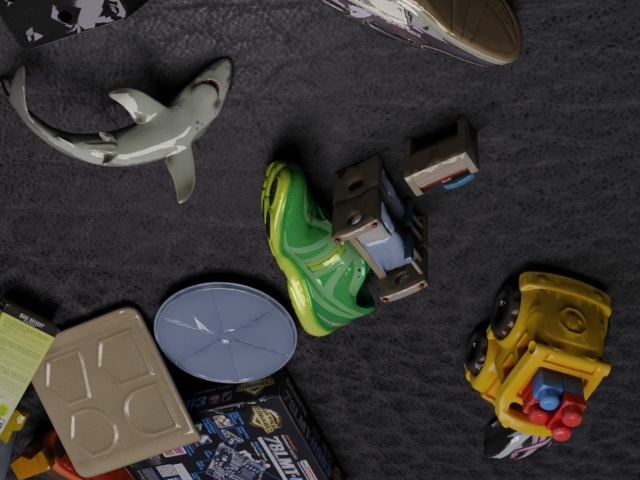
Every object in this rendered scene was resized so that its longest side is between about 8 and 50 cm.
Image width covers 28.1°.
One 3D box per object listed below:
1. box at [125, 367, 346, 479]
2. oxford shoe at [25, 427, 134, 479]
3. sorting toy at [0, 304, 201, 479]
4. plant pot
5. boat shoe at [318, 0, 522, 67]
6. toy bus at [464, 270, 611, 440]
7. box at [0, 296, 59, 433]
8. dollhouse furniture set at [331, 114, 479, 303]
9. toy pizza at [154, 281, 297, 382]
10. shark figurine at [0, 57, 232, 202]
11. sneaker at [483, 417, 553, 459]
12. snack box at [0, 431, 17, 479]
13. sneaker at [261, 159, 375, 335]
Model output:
[{"bbox_3d":[-0.140,0.334,1.962,0.293,0.073,0.295,-14,130,16],"label":"box"},{"bbox_3d":[-0.348,0.384,2.023,0.098,0.097,0.271,-18,125,42],"label":"oxford shoe"},{"bbox_3d":[-0.346,0.235,1.864,0.307,0.041,0.229,-21,103,21],"label":"sorting toy"},{"bbox_3d":[-0.266,-0.306,1.310,0.188,0.167,0.187,-13,130,17],"label":"plant pot"},{"bbox_3d":[0.087,-0.263,1.379,0.285,0.103,0.092,22,150,-22],"label":"boat shoe"},{"bbox_3d":[0.292,0.185,1.701,0.149,0.211,0.220,16,134,-13],"label":"toy bus"},{"bbox_3d":[-0.458,0.201,1.776,0.087,0.058,0.232,29,87,-22],"label":"box"},{"bbox_3d":[0.125,-0.035,1.560,0.183,0.129,0.129,-23,128,23],"label":"dollhouse furniture set"},{"bbox_3d":[-0.132,0.125,1.794,0.201,0.032,0.201,2,132,2],"label":"toy pizza"},{"bbox_3d":[-0.242,-0.130,1.524,0.278,0.116,0.166,-3,100,-4],"label":"shark figurine"},{"bbox_3d":[0.322,0.270,1.885,0.077,0.072,0.178,20,140,-30],"label":"sneaker"},{"bbox_3d":[-0.503,0.354,1.957,0.037,0.141,0.100,20,131,-15],"label":"snack box"},{"bbox_3d":[0.000,0.000,1.632,0.123,0.109,0.295,-16,136,4],"label":"sneaker"}]
